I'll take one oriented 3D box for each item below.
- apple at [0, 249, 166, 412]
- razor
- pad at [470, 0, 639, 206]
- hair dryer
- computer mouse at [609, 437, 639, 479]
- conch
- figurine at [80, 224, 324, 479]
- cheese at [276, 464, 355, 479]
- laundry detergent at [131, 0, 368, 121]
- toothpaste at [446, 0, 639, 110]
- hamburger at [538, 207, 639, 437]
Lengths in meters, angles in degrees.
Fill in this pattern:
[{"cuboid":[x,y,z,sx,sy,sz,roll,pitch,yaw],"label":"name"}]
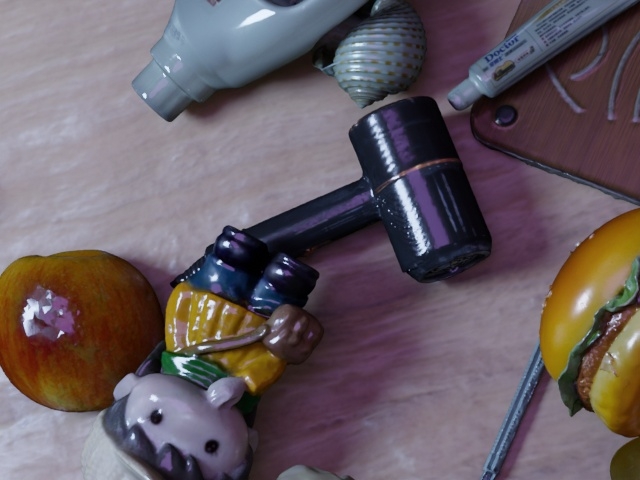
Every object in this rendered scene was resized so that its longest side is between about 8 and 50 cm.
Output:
[{"cuboid":[-0.269,0.099,1.910,0.195,0.160,0.173,0,98,17],"label":"apple"},{"cuboid":[0.201,0.198,1.849,0.084,0.036,0.211,26,76,-8],"label":"razor"},{"cuboid":[0.338,-0.190,1.923,0.284,0.018,0.286,22,80,16],"label":"pad"},{"cuboid":[0.000,0.000,1.911,0.352,0.107,0.189,-25,75,13],"label":"hair dryer"},{"cuboid":[0.367,0.289,1.785,0.102,0.045,0.199,-20,74,3],"label":"computer mouse"},{"cuboid":[0.057,-0.217,1.940,0.135,0.102,0.153,3,53,31],"label":"conch"},{"cuboid":[-0.120,0.159,1.840,0.185,0.204,0.332,26,72,-3],"label":"figurine"},{"cuboid":[-0.043,0.363,1.702,0.115,0.326,0.318,36,98,23],"label":"cheese"},{"cuboid":[-0.044,-0.283,1.930,0.398,0.125,0.264,-44,38,6],"label":"laundry detergent"},{"cuboid":[0.245,-0.223,1.919,0.255,0.037,0.067,-37,66,-4],"label":"toothpaste"},{"cuboid":[0.316,0.069,1.750,0.246,0.246,0.170,-45,62,-2],"label":"hamburger"}]
